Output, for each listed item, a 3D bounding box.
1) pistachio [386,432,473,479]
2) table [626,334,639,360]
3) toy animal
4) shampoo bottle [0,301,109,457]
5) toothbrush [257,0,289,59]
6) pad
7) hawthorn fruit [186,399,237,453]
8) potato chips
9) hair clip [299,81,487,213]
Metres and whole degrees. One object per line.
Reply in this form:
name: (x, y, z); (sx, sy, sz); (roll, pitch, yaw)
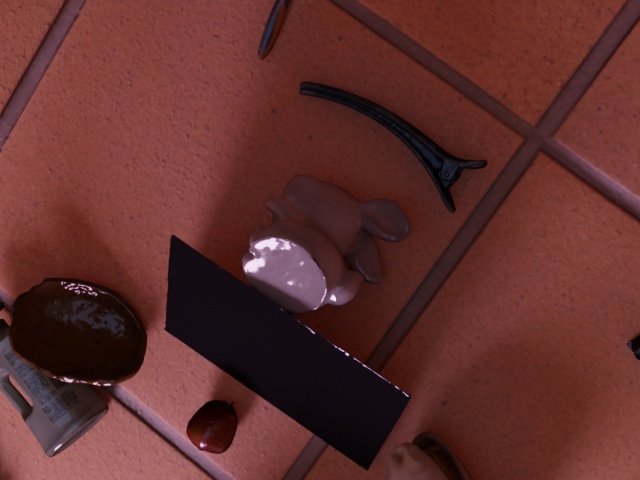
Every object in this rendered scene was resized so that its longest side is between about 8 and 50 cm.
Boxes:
pistachio: (0.156, 0.369, 1.345); (0.152, 0.126, 0.223); (-13, 91, 53)
table: (0.436, 0.140, 1.261); (0.083, 0.082, 0.070); (-39, 84, 17)
toy animal: (0.002, 0.007, 1.316); (0.178, 0.193, 0.127); (30, 128, 18)
shampoo bottle: (-0.430, 0.197, 1.514); (0.118, 0.087, 0.234); (-42, 83, 8)
toothbrush: (-0.018, -0.394, 1.372); (0.031, 0.023, 0.321); (26, 101, 19)
pad: (-0.061, 0.158, 1.363); (0.367, 0.007, 0.247); (33, 145, 11)
hawthorn fruit: (-0.154, 0.266, 1.452); (0.077, 0.077, 0.077); (2, 96, 16)
potato chips: (-0.354, 0.135, 1.482); (0.201, 0.049, 0.150); (13, 68, -9)
hair clip: (0.091, -0.148, 1.360); (0.275, 0.048, 0.083); (37, 106, 15)
